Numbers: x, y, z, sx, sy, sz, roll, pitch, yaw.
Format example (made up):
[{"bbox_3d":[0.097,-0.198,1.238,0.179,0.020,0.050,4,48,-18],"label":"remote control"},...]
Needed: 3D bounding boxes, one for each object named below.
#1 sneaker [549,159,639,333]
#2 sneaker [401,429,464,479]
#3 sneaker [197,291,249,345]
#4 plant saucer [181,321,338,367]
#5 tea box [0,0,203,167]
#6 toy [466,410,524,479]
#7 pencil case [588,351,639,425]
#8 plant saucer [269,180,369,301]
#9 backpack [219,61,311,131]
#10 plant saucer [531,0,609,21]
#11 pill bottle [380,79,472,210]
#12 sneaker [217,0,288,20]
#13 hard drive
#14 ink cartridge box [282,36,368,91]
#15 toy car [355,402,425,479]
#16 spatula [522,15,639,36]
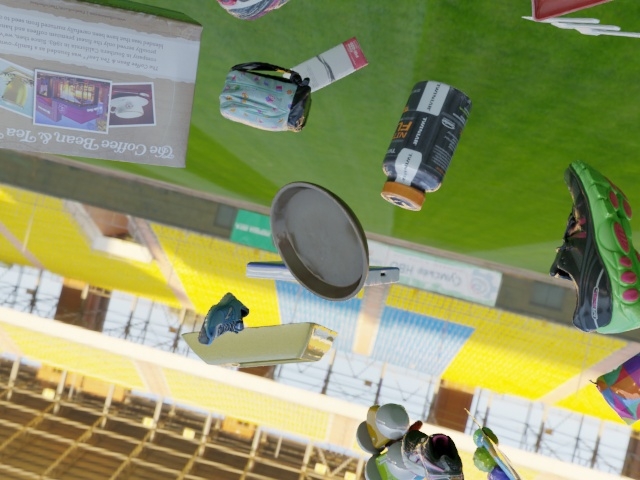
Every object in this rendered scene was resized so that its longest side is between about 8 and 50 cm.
[{"bbox_3d":[0.625,0.000,1.456,0.185,0.482,0.202,31,137,-26],"label":"sneaker"},{"bbox_3d":[0.176,0.320,0.929,0.072,0.077,0.178,-1,-173,-16],"label":"sneaker"},{"bbox_3d":[-0.189,0.161,1.243,0.073,0.063,0.162,28,-151,5],"label":"sneaker"},{"bbox_3d":[-0.141,0.277,1.586,0.333,0.080,0.333,-6,166,11],"label":"plant saucer"},{"bbox_3d":[-0.376,-0.272,0.964,0.329,0.219,0.323,4,-158,-21],"label":"tea box"},{"bbox_3d":[0.301,0.388,1.060,0.137,0.056,0.237,49,-174,-1],"label":"toy"},{"bbox_3d":[0.594,0.222,1.070,0.104,0.236,0.104,42,-158,-21],"label":"pencil case"},{"bbox_3d":[0.000,0.000,1.310,0.278,0.277,0.041,13,-147,42],"label":"plant saucer"},{"bbox_3d":[-0.115,-0.288,1.266,0.182,0.115,0.152,15,168,1],"label":"backpack"},{"bbox_3d":[0.490,-0.536,1.071,0.259,0.047,0.259,-13,142,13],"label":"plant saucer"},{"bbox_3d":[0.206,-0.187,1.248,0.131,0.245,0.130,22,173,3],"label":"pill bottle"},{"bbox_3d":[-0.027,-0.438,0.910,0.299,0.120,0.112,-27,171,11],"label":"sneaker"},{"bbox_3d":[0.008,0.078,1.523,0.319,0.040,0.210,2,180,28],"label":"hard drive"},{"bbox_3d":[0.010,-0.508,1.831,0.218,0.092,0.158,-30,-167,-7],"label":"ink cartridge box"},{"bbox_3d":[0.166,0.432,1.298,0.136,0.181,0.159,1,147,-25],"label":"toy car"},{"bbox_3d":[0.551,-0.447,1.278,0.168,0.019,0.242,9,-163,-17],"label":"spatula"}]
